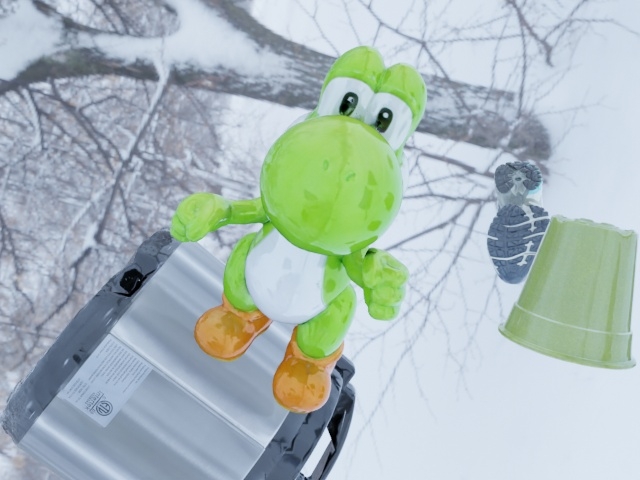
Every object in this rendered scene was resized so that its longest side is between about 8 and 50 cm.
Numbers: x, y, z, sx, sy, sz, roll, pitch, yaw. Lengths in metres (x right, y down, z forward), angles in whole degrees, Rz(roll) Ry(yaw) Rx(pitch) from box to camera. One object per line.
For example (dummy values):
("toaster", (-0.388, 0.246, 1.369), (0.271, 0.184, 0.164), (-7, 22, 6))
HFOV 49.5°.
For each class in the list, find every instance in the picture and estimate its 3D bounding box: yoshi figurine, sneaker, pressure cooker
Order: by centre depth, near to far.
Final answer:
("yoshi figurine", (-0.018, 0.009, 0.622), (0.203, 0.204, 0.362), (64, 144, 42))
("pressure cooker", (-0.173, 0.239, 0.982), (0.370, 0.420, 0.375), (-47, 9, 36))
("sneaker", (0.369, -0.016, 1.270), (0.122, 0.110, 0.283), (71, -152, -42))

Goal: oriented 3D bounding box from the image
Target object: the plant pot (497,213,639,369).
("plant pot", (0.159, 0.027, 0.425), (0.083, 0.083, 0.079), (-129, 49, -75))
